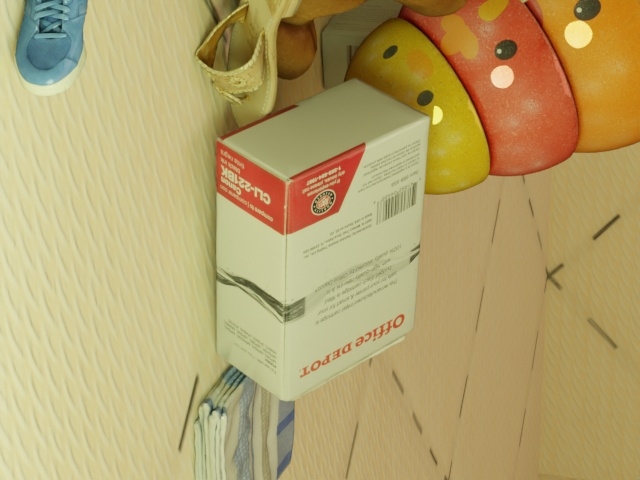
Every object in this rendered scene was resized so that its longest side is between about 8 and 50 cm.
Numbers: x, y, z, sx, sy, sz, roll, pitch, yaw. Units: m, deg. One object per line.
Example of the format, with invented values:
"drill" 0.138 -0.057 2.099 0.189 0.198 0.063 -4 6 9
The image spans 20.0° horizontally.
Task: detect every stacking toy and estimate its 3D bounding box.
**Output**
"stacking toy" 0.149 -0.160 2.021 0.480 0.350 0.350 -33 144 -14

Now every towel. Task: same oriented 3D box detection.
"towel" -0.077 0.221 1.996 0.285 0.034 0.209 -49 143 -64

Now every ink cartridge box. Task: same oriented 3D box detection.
"ink cartridge box" 0.000 0.000 1.852 0.197 0.114 0.273 -26 132 -36

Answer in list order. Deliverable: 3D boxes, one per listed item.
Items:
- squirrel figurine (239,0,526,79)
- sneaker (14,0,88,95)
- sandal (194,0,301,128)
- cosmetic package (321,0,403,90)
"squirrel figurine" 0.099 -0.358 1.769 0.397 0.370 0.281 58 37 -62
"sneaker" -0.201 -0.187 1.352 0.084 0.058 0.152 83 15 -55
"sandal" -0.084 -0.192 1.754 0.079 0.088 0.240 -15 146 -30
"cosmetic package" 0.087 -0.265 2.251 0.231 0.117 0.085 -58 150 -55
